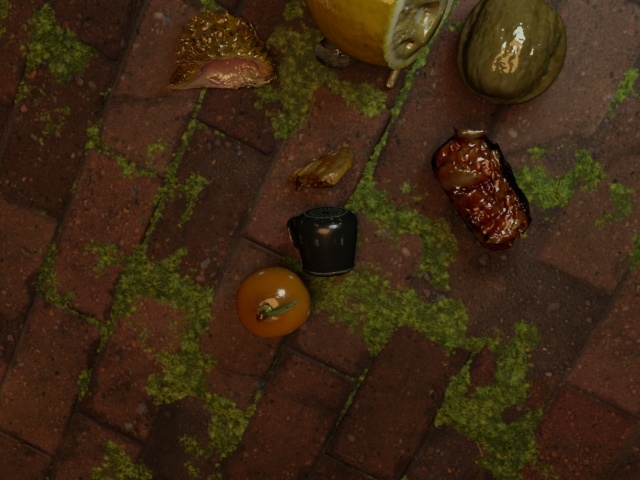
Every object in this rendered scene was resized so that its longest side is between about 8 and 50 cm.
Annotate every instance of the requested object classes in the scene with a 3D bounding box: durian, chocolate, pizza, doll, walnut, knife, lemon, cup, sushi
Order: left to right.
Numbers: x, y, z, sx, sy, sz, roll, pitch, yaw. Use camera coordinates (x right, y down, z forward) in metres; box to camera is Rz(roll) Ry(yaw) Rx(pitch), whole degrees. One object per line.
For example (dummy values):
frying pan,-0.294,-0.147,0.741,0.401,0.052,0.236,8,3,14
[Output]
durian,-0.277,-0.520,1.868,0.305,0.185,0.195,-3,79,17
doll,-0.137,0.176,1.921,0.213,0.236,0.213,1,98,8
pizza,-0.004,-0.174,1.902,0.194,0.154,0.069,-13,123,37
cup,0.000,0.000,1.918,0.223,0.169,0.176,11,115,41
chocolate,0.102,-0.522,1.806,0.248,0.110,0.110,-24,98,12
lemon,0.115,-0.588,1.591,0.364,0.364,0.364,2,102,8
knife,0.243,-0.532,1.827,0.047,0.017,0.297,22,101,1
sushi,0.417,-0.146,1.803,0.196,0.182,0.343,-33,99,7
walnut,0.462,-0.467,1.701,0.283,0.227,0.282,2,97,18
